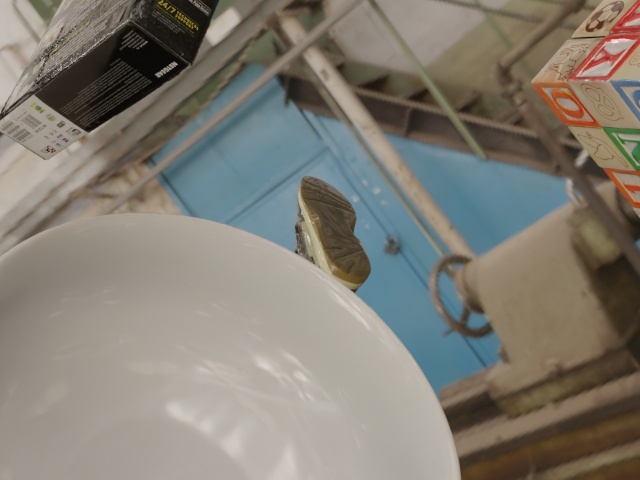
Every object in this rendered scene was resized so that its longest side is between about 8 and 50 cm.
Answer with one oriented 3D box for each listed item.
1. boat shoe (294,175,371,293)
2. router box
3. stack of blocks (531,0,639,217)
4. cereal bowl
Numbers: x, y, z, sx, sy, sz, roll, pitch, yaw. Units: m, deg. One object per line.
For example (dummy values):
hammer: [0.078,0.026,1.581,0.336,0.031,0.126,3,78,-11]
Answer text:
boat shoe: [0.001,0.001,1.169,0.073,0.080,0.224,-58,25,23]
router box: [-0.123,-0.137,0.614,0.178,0.046,0.133,-19,45,47]
stack of blocks: [0.295,-0.029,0.650,0.087,0.297,0.171,-48,21,-8]
cereal bowl: [-0.086,0.146,0.640,0.339,0.339,0.141,-37,-18,-51]
